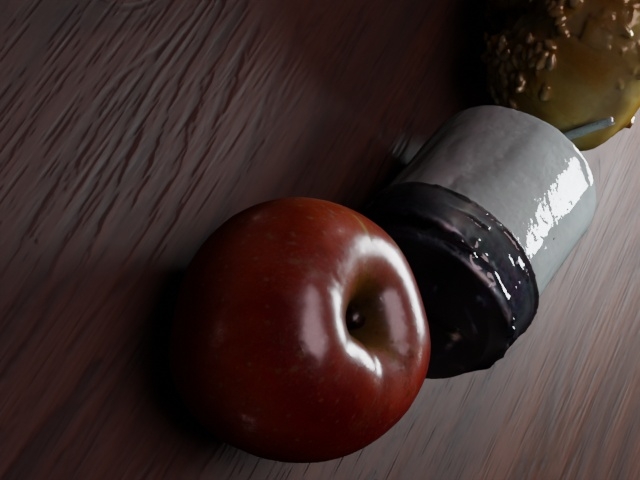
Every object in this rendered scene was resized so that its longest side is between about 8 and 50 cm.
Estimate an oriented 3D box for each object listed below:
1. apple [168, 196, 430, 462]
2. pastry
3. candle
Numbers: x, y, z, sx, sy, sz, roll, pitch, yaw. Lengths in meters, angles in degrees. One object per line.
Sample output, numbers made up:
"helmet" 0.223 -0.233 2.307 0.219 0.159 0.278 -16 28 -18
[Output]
"apple" -0.021 0.090 1.497 0.260 0.216 0.260 12 72 -41
"pastry" 0.298 -0.271 1.837 0.184 0.284 0.316 16 86 -18
"candle" 0.176 -0.017 1.704 0.221 0.221 0.342 58 46 -18
